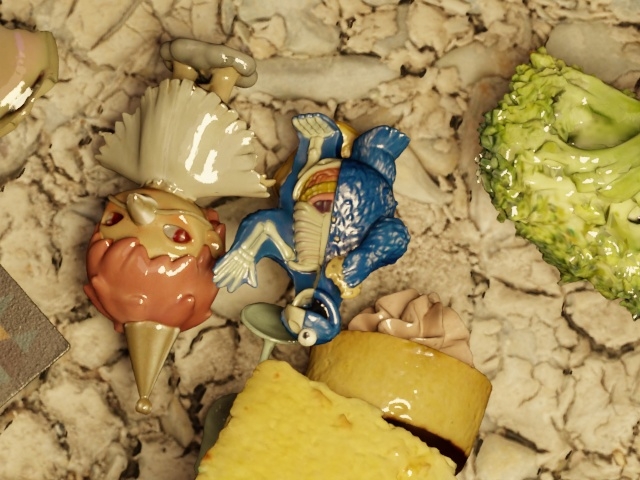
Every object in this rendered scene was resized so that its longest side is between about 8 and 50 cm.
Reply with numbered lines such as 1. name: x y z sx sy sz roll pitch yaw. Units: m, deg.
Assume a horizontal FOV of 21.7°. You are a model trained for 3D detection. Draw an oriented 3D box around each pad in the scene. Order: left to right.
1. pad: -0.392 0.130 1.784 0.211 0.003 0.143 -41 86 -6

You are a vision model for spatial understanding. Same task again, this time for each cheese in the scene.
1. cheese: -0.416 -0.233 1.792 0.286 0.082 0.163 44 82 5

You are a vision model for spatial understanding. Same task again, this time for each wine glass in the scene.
1. wine glass: -0.073 0.166 1.721 0.079 0.079 0.195 20 114 0

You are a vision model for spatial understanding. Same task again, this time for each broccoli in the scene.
1. broccoli: 0.328 -0.107 1.664 0.353 0.397 0.274 -10 58 1

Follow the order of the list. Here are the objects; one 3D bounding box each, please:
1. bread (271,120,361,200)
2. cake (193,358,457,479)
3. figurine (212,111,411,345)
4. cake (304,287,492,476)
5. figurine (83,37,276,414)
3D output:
1. bread: 0.003 -0.072 1.799 0.082 0.056 0.115 42 88 -8
2. cake: -0.039 0.305 1.596 0.222 0.286 0.227 29 43 4
3. figurine: 0.009 -0.003 1.698 0.164 0.120 0.262 19 62 13
4. cake: 0.076 0.135 1.716 0.185 0.208 0.178 31 56 -33
5. figurine: -0.167 -0.017 1.733 0.207 0.166 0.386 13 78 17
